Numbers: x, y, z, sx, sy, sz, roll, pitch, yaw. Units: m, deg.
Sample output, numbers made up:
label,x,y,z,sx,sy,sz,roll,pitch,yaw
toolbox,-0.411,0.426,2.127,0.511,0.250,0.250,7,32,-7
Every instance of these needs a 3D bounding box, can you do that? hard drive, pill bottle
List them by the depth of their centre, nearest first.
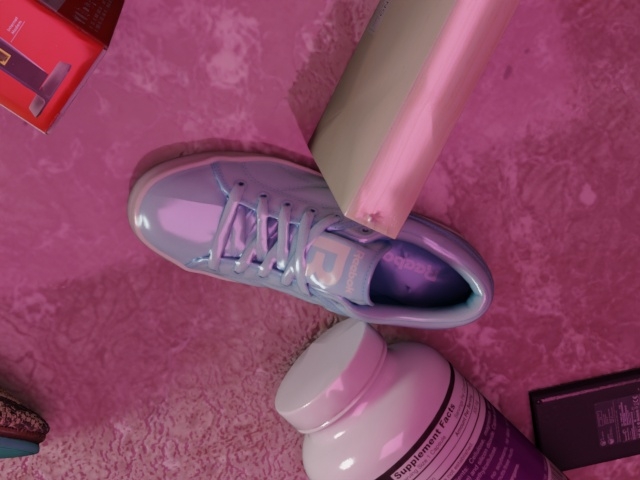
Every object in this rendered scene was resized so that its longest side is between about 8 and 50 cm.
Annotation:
label,x,y,z,sx,sy,sz,roll,pitch,yaw
pill bottle,0.109,0.228,1.335,0.181,0.181,0.323,-44,106,7
hard drive,0.296,0.194,1.430,0.135,0.022,0.094,-12,107,-3

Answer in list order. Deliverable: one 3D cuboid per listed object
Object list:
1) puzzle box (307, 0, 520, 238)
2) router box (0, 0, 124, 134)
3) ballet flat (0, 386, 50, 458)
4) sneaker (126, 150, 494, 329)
label,x,y,z,sx,sy,sz,roll,pitch,yaw
puzzle box,0.115,-0.222,1.159,0.052,0.272,0.409,25,102,-13
router box,-0.309,-0.232,1.071,0.301,0.335,0.082,34,100,-15
ballet flat,-0.482,0.137,1.211,0.482,0.164,0.182,-4,78,-33
sneaker,0.000,0.000,1.267,0.366,0.150,0.135,10,96,-12
